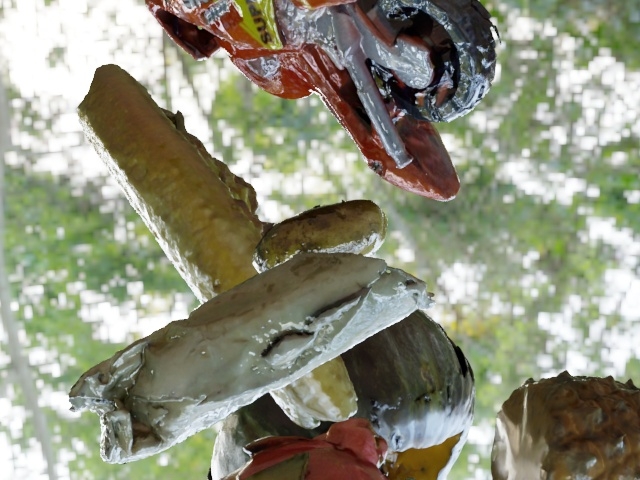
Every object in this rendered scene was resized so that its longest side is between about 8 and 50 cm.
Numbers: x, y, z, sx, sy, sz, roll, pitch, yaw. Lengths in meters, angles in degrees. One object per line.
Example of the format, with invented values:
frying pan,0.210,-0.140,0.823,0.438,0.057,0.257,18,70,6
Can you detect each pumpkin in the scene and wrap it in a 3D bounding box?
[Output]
pumpkin,0.030,0.206,1.614,0.192,0.320,0.320,40,-140,26

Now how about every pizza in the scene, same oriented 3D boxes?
pizza,-0.078,-0.004,1.107,0.087,0.258,0.268,-39,-159,0

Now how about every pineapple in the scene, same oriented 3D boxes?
pineapple,0.243,0.153,1.008,0.248,0.128,0.128,4,-161,-17

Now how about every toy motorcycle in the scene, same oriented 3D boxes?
toy motorcycle,-0.014,-0.155,0.968,0.298,0.171,0.089,37,-132,17

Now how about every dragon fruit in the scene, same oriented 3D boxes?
dragon fruit,-0.016,0.270,1.264,0.227,0.224,0.224,-24,-150,-27

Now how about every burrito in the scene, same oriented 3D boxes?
burrito,-0.030,0.041,0.592,0.149,0.041,0.055,-30,-125,3

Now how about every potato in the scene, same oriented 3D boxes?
potato,0.000,0.000,0.875,0.083,0.040,0.051,-22,-175,-4
